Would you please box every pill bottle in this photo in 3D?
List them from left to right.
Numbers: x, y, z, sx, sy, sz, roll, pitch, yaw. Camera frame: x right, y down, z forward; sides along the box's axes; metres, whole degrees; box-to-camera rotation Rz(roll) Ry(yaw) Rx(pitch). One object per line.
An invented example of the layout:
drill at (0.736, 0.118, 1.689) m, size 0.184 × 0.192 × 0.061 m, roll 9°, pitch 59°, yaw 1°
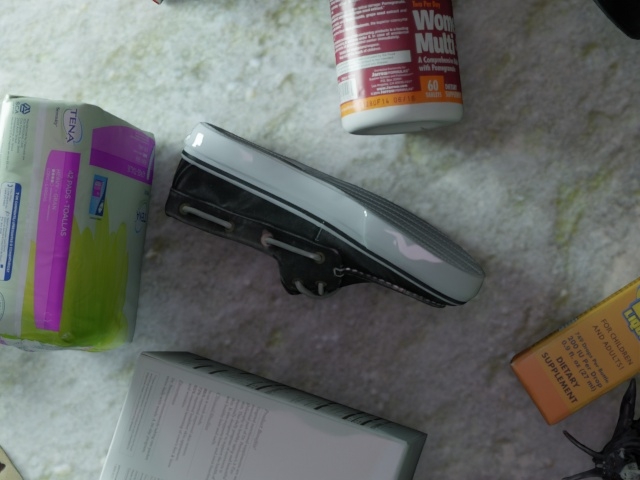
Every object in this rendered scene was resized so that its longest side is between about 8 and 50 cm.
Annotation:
pill bottle at (0.070, -0.219, 1.852) m, size 0.121 × 0.121 × 0.221 m, roll -6°, pitch 87°, yaw 8°

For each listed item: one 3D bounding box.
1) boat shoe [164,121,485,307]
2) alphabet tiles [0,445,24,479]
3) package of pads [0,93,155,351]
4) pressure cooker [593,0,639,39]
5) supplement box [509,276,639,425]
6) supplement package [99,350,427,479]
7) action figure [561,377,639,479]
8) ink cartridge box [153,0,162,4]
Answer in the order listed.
boat shoe at (0.000, 0.000, 1.869) m, size 0.335 × 0.121 × 0.119 m, roll 27°, pitch 100°, yaw 20°
alphabet tiles at (-0.419, 0.378, 1.958) m, size 0.342 × 0.011 × 0.285 m, roll -37°, pitch 82°, yaw 6°
package of pads at (-0.235, -0.006, 1.801) m, size 0.101 × 0.296 × 0.229 m, roll 6°, pitch 89°, yaw 7°
pressure cooker at (0.437, -0.341, 1.669) m, size 0.369 × 0.420 × 0.376 m, roll -3°, pitch 109°, yaw -11°
supplement box at (0.299, 0.085, 1.827) m, size 0.233 × 0.080 × 0.078 m, roll -33°, pitch 85°, yaw 4°
supplement package at (-0.059, 0.239, 1.813) m, size 0.262 × 0.198 × 0.199 m, roll 18°, pitch 90°, yaw 9°
action figure at (0.367, 0.214, 1.781) m, size 0.275 × 0.141 × 0.164 m, roll 1°, pitch 89°, yaw 5°
ink cartridge box at (-0.257, -0.375, 1.814) m, size 0.272 × 0.309 × 0.130 m, roll 37°, pitch 93°, yaw 9°
